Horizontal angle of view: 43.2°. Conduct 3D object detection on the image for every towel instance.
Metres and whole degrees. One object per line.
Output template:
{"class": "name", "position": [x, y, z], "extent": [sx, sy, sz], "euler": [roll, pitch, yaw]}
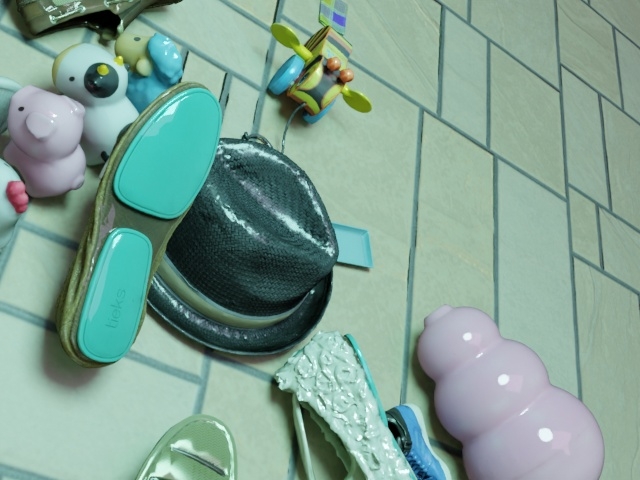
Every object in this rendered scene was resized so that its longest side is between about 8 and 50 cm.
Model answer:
{"class": "towel", "position": [0.024, -0.413, 1.469], "extent": [0.060, 0.009, 0.083], "euler": [28, 52, -27]}

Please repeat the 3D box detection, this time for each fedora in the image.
{"class": "fedora", "position": [-0.093, -0.019, 1.047], "extent": [0.334, 0.152, 0.334], "euler": [15, 60, -28]}

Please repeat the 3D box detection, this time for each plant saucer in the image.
{"class": "plant saucer", "position": [0.000, 0.000, 1.225], "extent": [0.192, 0.018, 0.067], "euler": [12, 60, -36]}

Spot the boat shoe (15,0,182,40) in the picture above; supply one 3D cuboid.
{"class": "boat shoe", "position": [-0.291, -0.319, 1.108], "extent": [0.257, 0.095, 0.095], "euler": [-17, 93, -38]}

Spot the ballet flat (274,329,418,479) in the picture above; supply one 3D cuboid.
{"class": "ballet flat", "position": [0.058, 0.317, 1.051], "extent": [0.147, 0.147, 0.409], "euler": [-17, 77, -44]}

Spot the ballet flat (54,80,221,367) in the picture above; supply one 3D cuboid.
{"class": "ballet flat", "position": [-0.221, -0.024, 0.928], "extent": [0.116, 0.124, 0.342], "euler": [24, 79, -38]}

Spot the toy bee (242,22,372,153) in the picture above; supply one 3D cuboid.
{"class": "toy bee", "position": [0.005, -0.244, 1.259], "extent": [0.195, 0.162, 0.298], "euler": [21, 56, -33]}

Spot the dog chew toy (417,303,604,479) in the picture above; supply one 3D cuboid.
{"class": "dog chew toy", "position": [0.266, 0.242, 1.205], "extent": [0.207, 0.206, 0.332], "euler": [-25, 76, -45]}

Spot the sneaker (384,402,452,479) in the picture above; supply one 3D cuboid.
{"class": "sneaker", "position": [0.126, 0.307, 1.137], "extent": [0.085, 0.058, 0.152], "euler": [0, 64, -46]}

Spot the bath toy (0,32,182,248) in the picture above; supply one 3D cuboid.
{"class": "bath toy", "position": [-0.300, -0.126, 0.944], "extent": [0.151, 0.129, 0.348], "euler": [60, 44, -22]}

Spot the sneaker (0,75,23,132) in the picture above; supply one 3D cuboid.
{"class": "sneaker", "position": [-0.456, -0.167, 0.861], "extent": [0.147, 0.104, 0.296], "euler": [40, 26, 10]}

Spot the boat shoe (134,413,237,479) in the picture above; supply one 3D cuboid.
{"class": "boat shoe", "position": [-0.169, 0.332, 0.846], "extent": [0.113, 0.103, 0.302], "euler": [23, 54, -14]}
